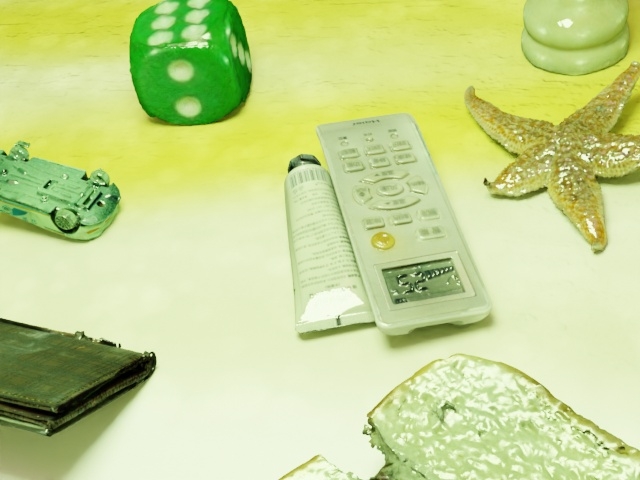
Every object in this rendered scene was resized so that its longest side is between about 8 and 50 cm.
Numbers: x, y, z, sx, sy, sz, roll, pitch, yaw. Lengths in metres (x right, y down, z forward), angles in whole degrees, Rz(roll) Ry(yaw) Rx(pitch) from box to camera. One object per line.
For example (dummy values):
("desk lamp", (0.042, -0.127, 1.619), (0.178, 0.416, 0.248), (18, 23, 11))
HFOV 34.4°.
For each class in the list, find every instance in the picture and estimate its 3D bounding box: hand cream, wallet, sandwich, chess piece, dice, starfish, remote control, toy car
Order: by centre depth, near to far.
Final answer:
("sandwich", (0.094, 0.218, 0.748), (0.273, 0.095, 0.249), (-35, 45, -22))
("wallet", (-0.330, 0.109, 0.956), (0.317, 0.044, 0.169), (10, 14, 19))
("hand cream", (0.000, 0.000, 1.050), (0.080, 0.050, 0.234), (-11, 46, 0))
("remote control", (0.075, -0.023, 1.053), (0.109, 0.055, 0.313), (-8, 46, -8))
("starfish", (0.271, -0.110, 1.108), (0.231, 0.048, 0.295), (-29, 42, -4))
("toy car", (-0.314, -0.053, 1.164), (0.186, 0.058, 0.093), (17, 47, 12))
("chess piece", (0.294, -0.325, 1.190), (0.133, 0.243, 0.133), (-7, 43, 6))
("dice", (-0.160, -0.225, 1.272), (0.131, 0.120, 0.128), (-4, 43, 10))
